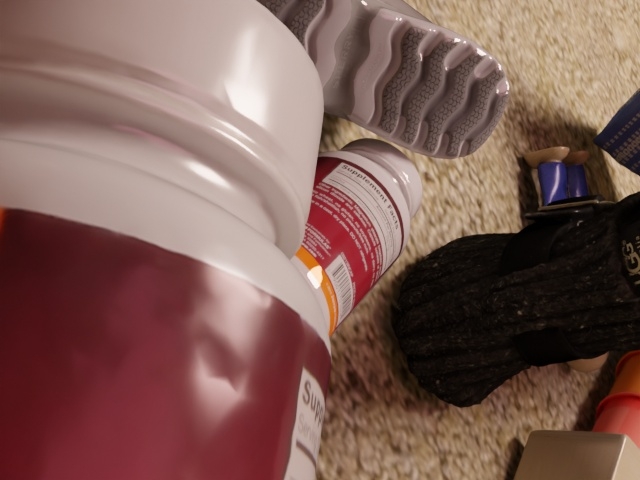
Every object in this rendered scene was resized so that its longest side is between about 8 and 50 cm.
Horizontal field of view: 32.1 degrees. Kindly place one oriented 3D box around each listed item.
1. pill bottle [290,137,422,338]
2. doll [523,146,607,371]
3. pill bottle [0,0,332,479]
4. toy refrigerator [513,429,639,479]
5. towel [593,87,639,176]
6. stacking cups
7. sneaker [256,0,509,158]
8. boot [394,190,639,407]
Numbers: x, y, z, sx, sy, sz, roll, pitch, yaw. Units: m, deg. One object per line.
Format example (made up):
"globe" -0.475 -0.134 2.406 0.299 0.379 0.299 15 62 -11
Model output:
"pill bottle" 0.000 0.000 0.665 0.152 0.086 0.086 -45 114 -46
"doll" 0.220 0.018 0.951 0.129 0.046 0.188 4 76 -48
"pill bottle" -0.115 0.104 0.391 0.224 0.224 0.392 31 58 -41
"toy refrigerator" 0.248 0.265 0.884 0.269 0.094 0.102 46 55 -31
"towel" 0.405 -0.025 0.948 0.336 0.243 0.040 44 68 5
"stacking cups" 0.324 0.114 1.010 0.316 0.096 0.096 -49 117 -44
"sneaker" -0.021 -0.134 0.685 0.281 0.115 0.105 29 98 -28
"boot" 0.242 0.022 0.809 0.348 0.260 0.131 2 68 -46
